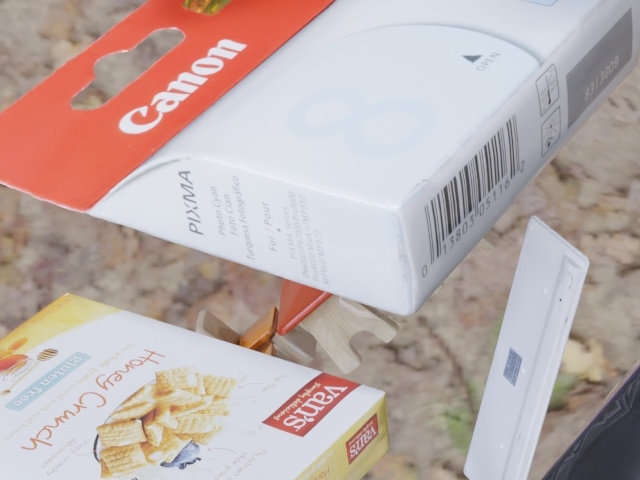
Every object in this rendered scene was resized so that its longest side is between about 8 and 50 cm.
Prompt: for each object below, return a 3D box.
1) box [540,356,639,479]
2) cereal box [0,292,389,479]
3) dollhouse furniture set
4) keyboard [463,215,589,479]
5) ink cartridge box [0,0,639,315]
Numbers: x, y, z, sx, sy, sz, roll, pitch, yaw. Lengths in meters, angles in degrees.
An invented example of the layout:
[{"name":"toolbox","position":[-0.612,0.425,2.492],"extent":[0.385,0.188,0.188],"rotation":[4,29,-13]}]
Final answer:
[{"name":"box","position":[0.298,0.107,1.275],"extent":[0.103,0.184,0.261],"rotation":[42,129,13]},{"name":"cereal box","position":[-0.105,0.112,0.928],"extent":[0.240,0.173,0.047],"rotation":[13,124,31]},{"name":"dollhouse furniture set","position":[0.000,0.000,1.430],"extent":[0.262,0.259,0.135],"rotation":[-41,107,17]},{"name":"keyboard","position":[0.161,0.106,1.329],"extent":[0.072,0.014,0.256],"rotation":[51,138,49]},{"name":"ink cartridge box","position":[-0.023,-0.118,1.119],"extent":[0.385,0.308,0.091],"rotation":[18,135,29]}]
